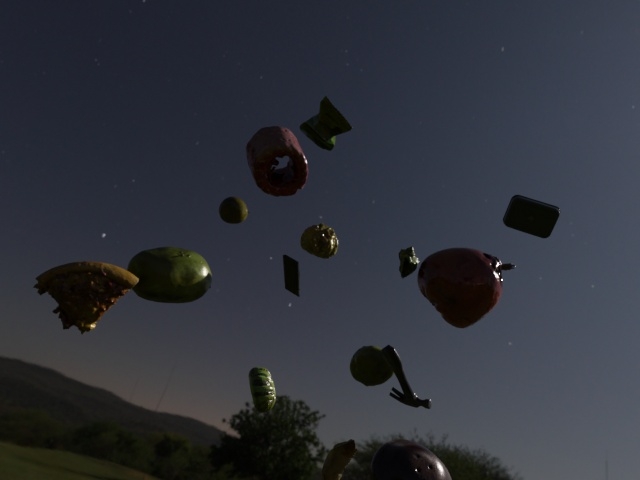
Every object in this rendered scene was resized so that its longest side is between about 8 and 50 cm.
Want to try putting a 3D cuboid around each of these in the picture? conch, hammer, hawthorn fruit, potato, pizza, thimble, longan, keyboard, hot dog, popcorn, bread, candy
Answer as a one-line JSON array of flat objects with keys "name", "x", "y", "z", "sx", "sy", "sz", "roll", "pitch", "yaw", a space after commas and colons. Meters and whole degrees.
[{"name": "conch", "x": 0.299, "y": 0.077, "z": 1.609, "sx": 0.074, "sy": 0.121, "sz": 0.089, "roll": 17, "pitch": 13, "yaw": 4}, {"name": "hammer", "x": 0.267, "y": 0.459, "z": 1.570, "sx": 0.137, "sy": 0.037, "sz": 0.289, "roll": -5, "pitch": -56, "yaw": 37}, {"name": "hawthorn fruit", "x": 0.493, "y": 0.137, "z": 1.547, "sx": 0.307, "sy": 0.276, "sz": 0.276, "roll": -27, "pitch": -41, "yaw": 2}, {"name": "potato", "x": -0.553, "y": 0.129, "z": 1.725, "sx": 0.304, "sy": 0.215, "sz": 0.216, "roll": -2, "pitch": -15, "yaw": -36}, {"name": "pizza", "x": -0.716, "y": 0.178, "z": 1.428, "sx": 0.290, "sy": 0.228, "sz": 0.081, "roll": 6, "pitch": 4, "yaw": -27}, {"name": "thimble", "x": -0.127, "y": -0.228, "z": 1.351, "sx": 0.163, "sy": 0.125, "sz": 0.189, "roll": -24, "pitch": -43, "yaw": -1}, {"name": "longan", "x": -0.215, "y": -0.075, "z": 1.176, "sx": 0.075, "sy": 0.075, "sz": 0.083, "roll": -13, "pitch": -11, "yaw": 43}, {"name": "keyboard", "x": -0.122, "y": 0.155, "z": 1.999, "sx": 0.087, "sy": 0.017, "sz": 0.250, "roll": 30, "pitch": -35, "yaw": 21}, {"name": "hot dog", "x": 0.051, "y": 0.681, "z": 1.449, "sx": 0.078, "sy": 0.169, "sz": 0.061, "roll": 36, "pitch": -5, "yaw": -15}, {"name": "potato", "x": 0.235, "y": 0.564, "z": 2.115, "sx": 0.253, "sy": 0.149, "sz": 0.186, "roll": -26, "pitch": -93, "yaw": 45}, {"name": "popcorn", "x": 0.000, "y": 0.000, "z": 1.479, "sx": 0.121, "sy": 0.106, "sz": 0.116, "roll": 29, "pitch": -2, "yaw": 22}, {"name": "bread", "x": -0.170, "y": 0.439, "z": 1.375, "sx": 0.071, "sy": 0.130, "sz": 0.139, "roll": -10, "pitch": -6, "yaw": -9}, {"name": "candy", "x": 0.026, "y": -0.403, "z": 1.633, "sx": 0.149, "sy": 0.069, "sz": 0.246, "roll": 38, "pitch": -16, "yaw": -11}]

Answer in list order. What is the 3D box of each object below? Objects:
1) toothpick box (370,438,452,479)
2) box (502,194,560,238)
[{"name": "toothpick box", "x": 0.174, "y": 0.598, "z": 1.069, "sx": 0.192, "sy": 0.192, "sz": 0.294, "roll": 21, "pitch": -60, "yaw": -3}, {"name": "box", "x": 0.552, "y": -0.061, "z": 1.222, "sx": 0.126, "sy": 0.031, "sz": 0.091, "roll": 21, "pitch": -66, "yaw": 13}]
